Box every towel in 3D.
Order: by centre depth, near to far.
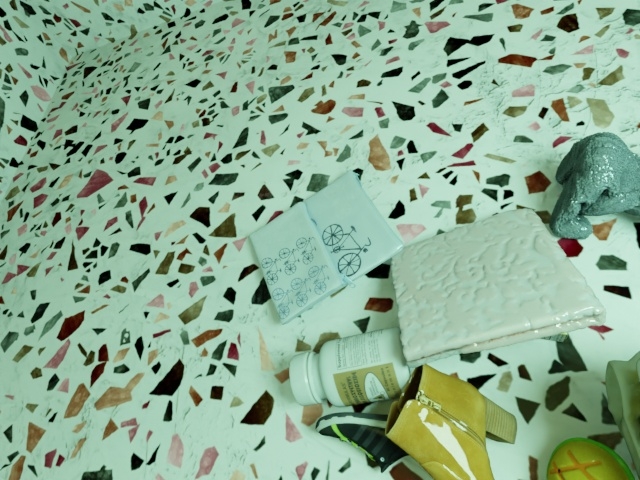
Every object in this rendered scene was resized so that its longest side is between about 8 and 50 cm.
[{"bbox_3d":[0.296,0.075,0.777,0.317,0.053,0.331,-20,28,18],"label":"towel"}]

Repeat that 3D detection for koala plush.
[{"bbox_3d":[0.596,-0.103,0.784,0.222,0.203,0.196,14,68,15],"label":"koala plush"}]

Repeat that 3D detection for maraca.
[{"bbox_3d":[0.405,0.397,0.613,0.127,0.099,0.185,-7,71,58],"label":"maraca"}]

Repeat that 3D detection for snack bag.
[{"bbox_3d":[0.000,0.000,1.014,0.343,0.037,0.323,-32,48,7],"label":"snack bag"}]

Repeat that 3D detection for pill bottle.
[{"bbox_3d":[0.063,0.258,0.811,0.230,0.131,0.131,-15,57,13],"label":"pill bottle"}]

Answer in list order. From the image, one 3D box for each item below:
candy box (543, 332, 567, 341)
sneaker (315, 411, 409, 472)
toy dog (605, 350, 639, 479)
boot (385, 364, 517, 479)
[{"bbox_3d":[0.381,0.126,0.808,0.187,0.053,0.109,6,63,23],"label":"candy box"},{"bbox_3d":[0.099,0.375,0.757,0.235,0.084,0.097,-6,61,19],"label":"sneaker"},{"bbox_3d":[0.603,0.210,0.468,0.408,0.395,0.284,-11,30,21],"label":"toy dog"},{"bbox_3d":[0.196,0.367,0.660,0.211,0.104,0.295,26,59,-3],"label":"boot"}]
